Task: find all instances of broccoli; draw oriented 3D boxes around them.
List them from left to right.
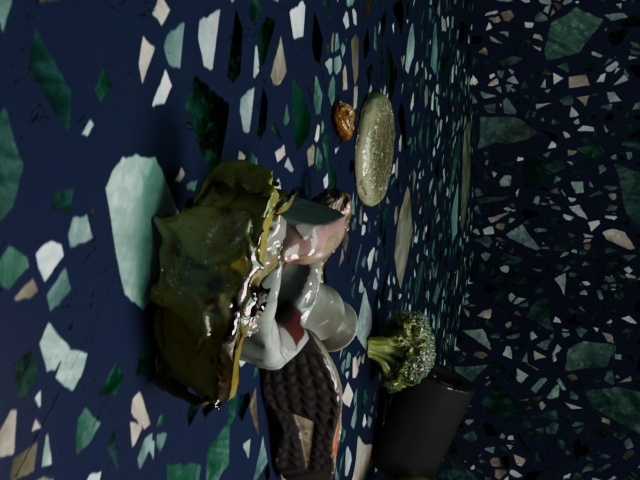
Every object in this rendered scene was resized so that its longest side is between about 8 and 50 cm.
[{"bbox_3d":[0.208,0.275,2.086,0.226,0.176,0.198,52,28,-54],"label":"broccoli"}]

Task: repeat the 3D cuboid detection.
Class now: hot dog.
[{"bbox_3d":[0.047,-0.230,1.602,0.083,0.035,0.058,68,29,-58],"label":"hot dog"}]

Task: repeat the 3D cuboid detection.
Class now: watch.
[{"bbox_3d":[-0.072,0.061,1.157,0.253,0.161,0.241,-24,131,-70],"label":"watch"}]

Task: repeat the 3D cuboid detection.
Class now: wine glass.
[{"bbox_3d":[-0.012,0.118,1.413,0.231,0.103,0.103,51,47,-63],"label":"wine glass"}]

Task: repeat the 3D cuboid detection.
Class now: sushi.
[{"bbox_3d":[-0.125,0.046,0.971,0.131,0.139,0.291,-16,124,-65],"label":"sushi"}]

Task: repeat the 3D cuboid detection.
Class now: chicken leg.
[{"bbox_3d":[-0.001,-0.001,1.463,0.069,0.085,0.198,-106,-152,-67],"label":"chicken leg"}]

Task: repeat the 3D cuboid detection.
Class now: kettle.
[{"bbox_3d":[0.256,0.488,2.270,0.203,0.262,0.308,12,103,-41],"label":"kettle"}]

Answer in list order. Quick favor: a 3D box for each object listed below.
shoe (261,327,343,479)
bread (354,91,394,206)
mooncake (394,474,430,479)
[{"bbox_3d":[-0.012,0.260,1.436,0.171,0.132,0.336,-68,160,-55],"label":"shoe"},{"bbox_3d":[0.129,-0.207,1.879,0.267,0.040,0.267,6,90,-73],"label":"bread"},{"bbox_3d":[0.275,0.823,2.011,0.262,0.467,0.467,85,19,-48],"label":"mooncake"}]
